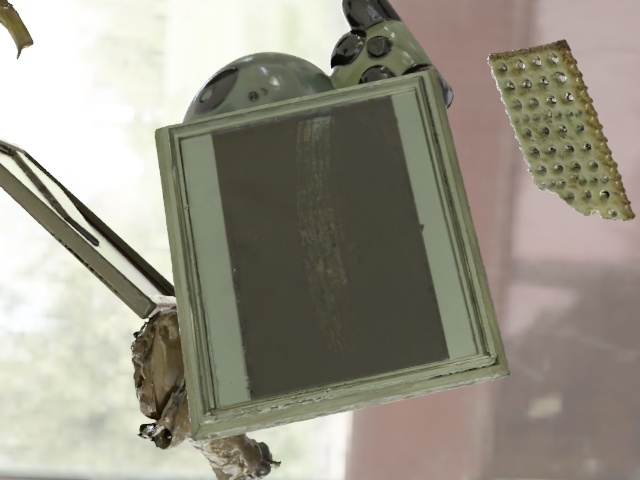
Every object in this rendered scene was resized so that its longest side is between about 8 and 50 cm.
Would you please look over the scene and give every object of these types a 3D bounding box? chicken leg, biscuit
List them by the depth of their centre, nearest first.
[{"bbox_3d":[-0.099,0.142,1.645,0.080,0.125,0.196,-136,33,-54],"label":"chicken leg"},{"bbox_3d":[0.250,-0.112,2.037,0.144,0.016,0.203,-1,115,56],"label":"biscuit"}]

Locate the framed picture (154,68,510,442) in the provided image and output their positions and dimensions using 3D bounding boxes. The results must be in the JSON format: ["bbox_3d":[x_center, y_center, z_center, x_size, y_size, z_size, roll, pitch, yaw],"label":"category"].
[{"bbox_3d":[0.000,0.000,1.422,0.018,0.231,0.293,75,-177,-52],"label":"framed picture"}]

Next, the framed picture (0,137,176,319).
[{"bbox_3d":[-0.226,-0.015,1.782,0.022,0.247,0.335,-48,-2,-1],"label":"framed picture"}]

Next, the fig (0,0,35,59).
[{"bbox_3d":[-0.303,-0.233,1.511,0.257,0.159,0.159,49,155,20],"label":"fig"}]

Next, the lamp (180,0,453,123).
[{"bbox_3d":[-0.007,-0.086,1.630,0.197,0.244,0.198,49,-171,-11],"label":"lamp"}]
